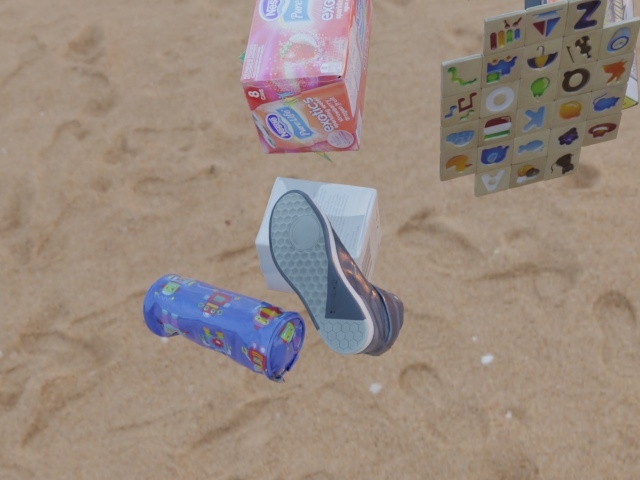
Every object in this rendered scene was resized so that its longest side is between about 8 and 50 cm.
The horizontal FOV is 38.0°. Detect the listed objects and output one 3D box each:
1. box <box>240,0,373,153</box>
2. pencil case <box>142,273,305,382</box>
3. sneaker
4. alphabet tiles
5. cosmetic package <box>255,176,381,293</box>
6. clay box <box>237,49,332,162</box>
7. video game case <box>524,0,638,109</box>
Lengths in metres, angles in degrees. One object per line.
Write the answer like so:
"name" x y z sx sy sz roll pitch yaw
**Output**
"box" -0.011 -0.283 1.323 0.142 0.154 0.299 -1 55 11
"pencil case" -0.167 0.151 1.636 0.306 0.133 0.119 16 49 31
"sneaker" 0.024 0.048 1.186 0.086 0.163 0.226 -31 70 19
"alphabet tiles" 0.308 -0.197 1.333 0.285 0.342 0.011 -15 51 -5
"cosmetic package" 0.000 0.000 1.624 0.184 0.151 0.151 9 56 12
"clay box" -0.045 -0.242 1.647 0.053 0.222 0.127 -45 41 -9
"video game case" 0.408 -0.369 1.446 0.035 0.248 0.274 -17 63 48
